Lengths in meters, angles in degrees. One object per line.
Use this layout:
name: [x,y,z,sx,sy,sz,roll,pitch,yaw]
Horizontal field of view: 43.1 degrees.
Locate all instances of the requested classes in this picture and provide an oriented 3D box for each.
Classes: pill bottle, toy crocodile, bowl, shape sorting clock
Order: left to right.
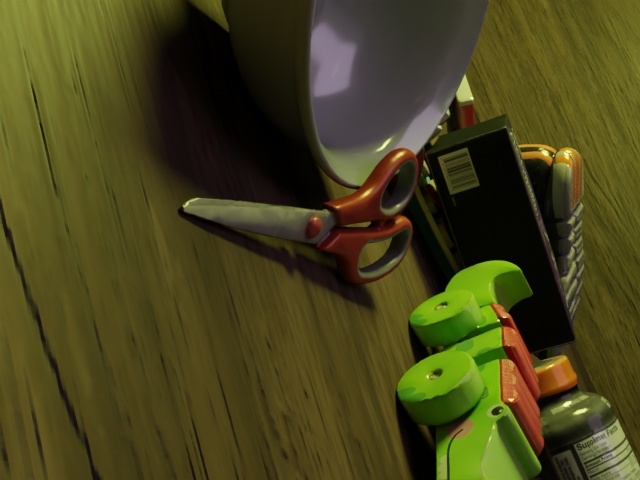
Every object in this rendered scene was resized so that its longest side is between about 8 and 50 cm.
bowl: [0.018,-0.199,0.613,0.298,0.134,0.297,-44,146,-42]
shape sorting clock: [0.150,-0.037,1.037,0.206,0.040,0.206,55,21,-32]
toy crocodile: [0.140,0.120,0.688,0.115,0.105,0.340,61,18,-13]
pill bottle: [0.264,0.247,0.841,0.245,0.131,0.130,68,17,9]

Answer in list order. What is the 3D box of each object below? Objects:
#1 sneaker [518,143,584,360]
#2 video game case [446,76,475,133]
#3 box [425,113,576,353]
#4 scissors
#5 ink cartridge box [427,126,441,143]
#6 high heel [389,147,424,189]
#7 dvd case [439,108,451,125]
sneaker: [0.278,0.015,1.168,0.125,0.180,0.321,-31,123,-55]
video game case: [0.226,-0.159,1.304,0.204,0.025,0.285,-94,172,-49]
box: [0.223,-0.011,0.996,0.184,0.103,0.261,-51,122,-74]
scissors: [0.000,0.000,0.558,0.297,0.021,0.109,-21,127,-57]
ink cartridge box: [0.033,-0.226,0.966,0.232,0.066,0.189,20,43,-36]
high heel: [0.041,-0.129,0.851,0.244,0.117,0.082,78,-15,-50]
dvd case: [0.047,-0.255,0.935,0.253,0.022,0.180,31,35,-31]
